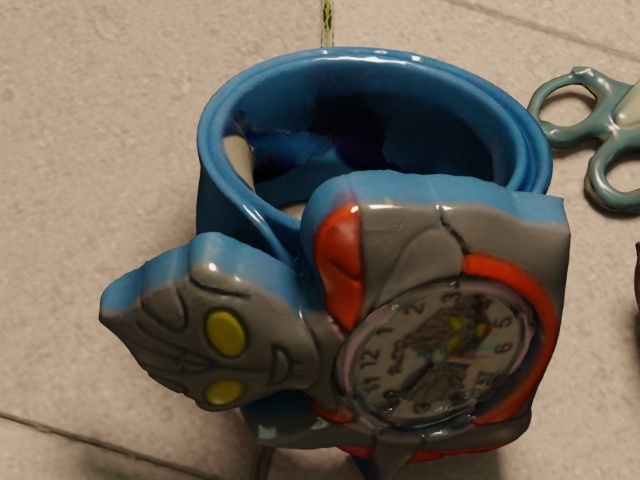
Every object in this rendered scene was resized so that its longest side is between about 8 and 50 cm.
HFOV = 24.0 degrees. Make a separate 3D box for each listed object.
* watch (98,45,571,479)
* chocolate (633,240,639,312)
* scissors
[{"bbox_3d":[0.000,0.000,1.017,0.305,0.241,0.274,0,40,-12],"label":"watch"},{"bbox_3d":[0.352,0.083,1.112,0.261,0.083,0.161,6,38,-14],"label":"chocolate"},{"bbox_3d":[0.298,-0.130,1.267,0.289,0.041,0.138,-36,72,-27],"label":"scissors"}]
